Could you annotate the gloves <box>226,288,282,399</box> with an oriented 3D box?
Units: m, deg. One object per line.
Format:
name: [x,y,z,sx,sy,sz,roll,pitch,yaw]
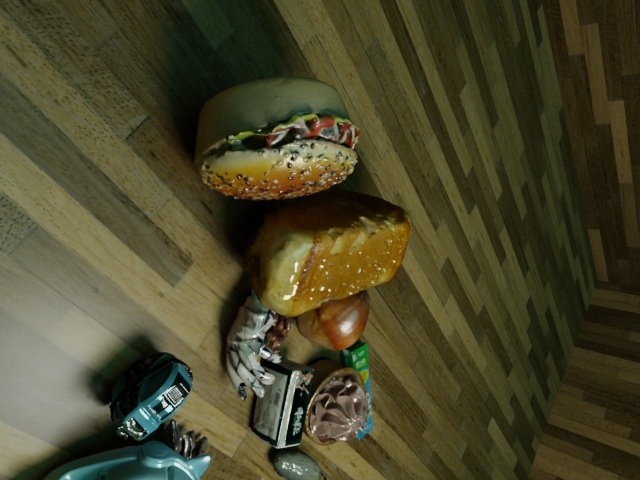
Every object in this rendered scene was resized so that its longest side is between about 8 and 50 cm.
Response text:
gloves: [-0.143,0.212,0.973,0.111,0.127,0.212,29,72,-36]

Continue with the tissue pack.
tissue pack: [-0.086,0.355,1.062,0.090,0.103,0.170,15,86,-51]

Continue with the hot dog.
hot dog: [0.000,0.002,1.007,0.405,0.223,0.185,-13,126,-46]

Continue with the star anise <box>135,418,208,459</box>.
star anise: [-0.290,0.437,0.892,0.182,0.065,0.195,-55,139,-18]

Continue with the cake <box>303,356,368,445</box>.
cake: [0.044,0.394,1.155,0.207,0.178,0.185,-29,116,-43]

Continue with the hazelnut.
hazelnut: [0.026,0.156,1.103,0.182,0.182,0.182,-10,104,-45]

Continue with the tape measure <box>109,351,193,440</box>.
tape measure: [-0.291,0.254,0.814,0.146,0.125,0.081,-37,120,-21]

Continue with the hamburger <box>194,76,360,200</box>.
hamburger: [-0.078,-0.162,0.847,0.300,0.300,0.176,-6,86,-46]

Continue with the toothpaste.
toothpaste: [0.097,0.405,1.300,0.065,0.050,0.267,-17,108,-40]

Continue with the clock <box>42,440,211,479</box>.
clock: [-0.306,0.451,0.789,0.274,0.094,0.224,-13,108,-16]

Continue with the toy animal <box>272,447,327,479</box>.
toy animal: [-0.033,0.567,1.173,0.253,0.079,0.070,50,55,-40]

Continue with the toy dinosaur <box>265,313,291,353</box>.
toy dinosaur: [-0.089,0.193,1.066,0.055,0.049,0.154,91,16,-62]
